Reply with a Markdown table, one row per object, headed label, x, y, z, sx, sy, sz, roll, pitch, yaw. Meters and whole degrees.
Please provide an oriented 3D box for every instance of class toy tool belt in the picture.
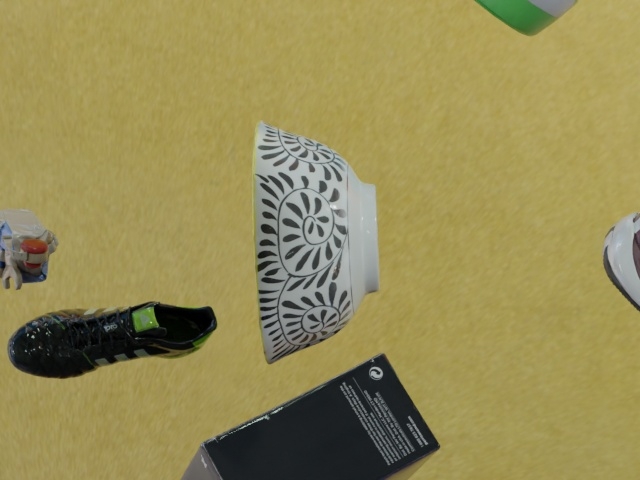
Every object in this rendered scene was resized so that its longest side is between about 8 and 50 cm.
| label | x | y | z | sx | sy | sz | roll | pitch | yaw |
| --- | --- | --- | --- | --- | --- | --- | --- | --- | --- |
| toy tool belt | -0.216 | 0.013 | 0.998 | 0.052 | 0.083 | 0.051 | -2 | 113 | -26 |

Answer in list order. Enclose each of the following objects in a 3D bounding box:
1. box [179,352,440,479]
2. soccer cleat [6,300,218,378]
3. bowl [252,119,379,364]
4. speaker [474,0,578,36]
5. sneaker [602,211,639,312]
| label | x | y | z | sx | sy | sz | roll | pitch | yaw |
| --- | --- | --- | --- | --- | --- | --- | --- | --- | --- |
| box | -0.032 | 0.223 | 1.208 | 0.184 | 0.261 | 0.103 | -22 | 71 | -26 |
| soccer cleat | -0.171 | 0.076 | 1.149 | 0.179 | 0.072 | 0.060 | -5 | 70 | -32 |
| bowl | 0.000 | 0.000 | 0.947 | 0.080 | 0.170 | 0.170 | -2 | 73 | 2 |
| speaker | 0.204 | -0.292 | 0.970 | 0.131 | 0.131 | 0.296 | 40 | 108 | 3 |
| sneaker | 0.353 | 0.050 | 0.991 | 0.281 | 0.162 | 0.106 | 42 | 29 | 1 |
